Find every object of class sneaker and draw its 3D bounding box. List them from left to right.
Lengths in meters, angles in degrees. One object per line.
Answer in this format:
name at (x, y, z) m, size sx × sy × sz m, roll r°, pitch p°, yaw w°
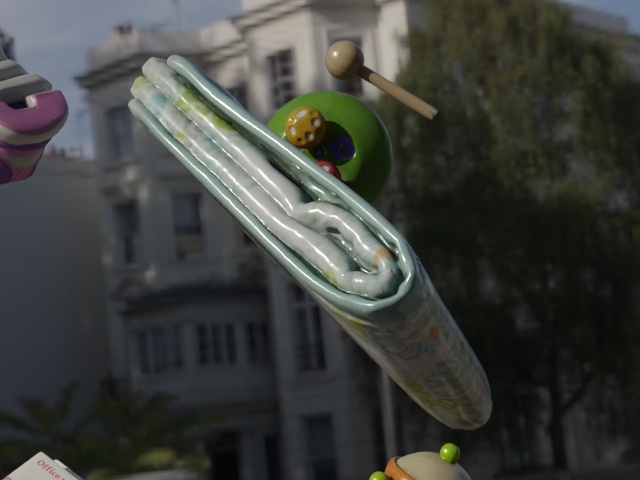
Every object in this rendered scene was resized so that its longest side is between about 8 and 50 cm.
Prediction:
sneaker at (-0.319, -0.137, 1.349) m, size 0.095 × 0.236 × 0.104 m, roll -21°, pitch -34°, yaw -36°

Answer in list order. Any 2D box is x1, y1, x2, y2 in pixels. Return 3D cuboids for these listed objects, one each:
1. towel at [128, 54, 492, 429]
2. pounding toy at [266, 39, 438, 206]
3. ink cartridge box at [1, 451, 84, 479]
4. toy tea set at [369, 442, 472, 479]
towel at (0.000, 0.000, 1.413) m, size 0.090 × 0.374 × 0.320 m, roll -45°, pitch -31°, yaw -2°
pounding toy at (0.014, -0.132, 1.960) m, size 0.237 × 0.183 × 0.110 m, roll -52°, pitch -10°, yaw 6°
ink cartridge box at (-0.310, 0.309, 1.625) m, size 0.092 × 0.090 × 0.143 m, roll 32°, pitch 46°, yaw 26°
toy tea set at (0.179, 0.276, 1.467) m, size 0.200 × 0.124 × 0.336 m, roll 28°, pitch 8°, yaw 24°
